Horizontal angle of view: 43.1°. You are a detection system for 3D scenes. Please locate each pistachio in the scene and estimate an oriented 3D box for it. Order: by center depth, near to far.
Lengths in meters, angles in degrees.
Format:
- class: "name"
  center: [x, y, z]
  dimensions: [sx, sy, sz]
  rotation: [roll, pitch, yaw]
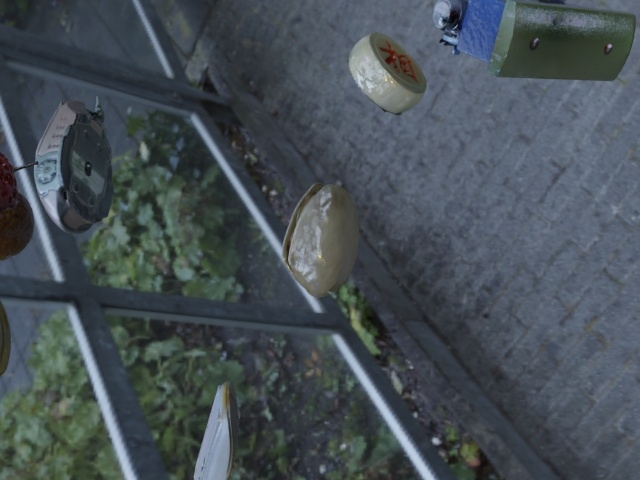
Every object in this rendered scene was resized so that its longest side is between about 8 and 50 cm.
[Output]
- class: "pistachio"
  center: [0.000, 0.000, 1.577]
  dimensions: [0.126, 0.152, 0.223]
  rotation: [15, 104, 63]

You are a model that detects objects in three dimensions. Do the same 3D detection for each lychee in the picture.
- class: "lychee"
  center: [-0.454, -0.036, 1.139]
  dimensions: [0.101, 0.114, 0.140]
  rotation: [17, 127, 36]

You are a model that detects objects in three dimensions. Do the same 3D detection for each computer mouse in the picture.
- class: "computer mouse"
  center: [-0.144, 0.293, 1.157]
  dimensions: [0.102, 0.045, 0.199]
  rotation: [-102, 26, -59]
- class: "computer mouse"
  center: [-0.556, -0.181, 1.811]
  dimensions: [0.115, 0.199, 0.388]
  rotation: [-10, 56, 13]

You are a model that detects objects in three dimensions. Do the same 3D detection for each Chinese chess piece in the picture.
- class: "Chinese chess piece"
  center: [0.095, -0.237, 1.150]
  dimensions: [0.051, 0.122, 0.122]
  rotation: [-40, 54, 34]

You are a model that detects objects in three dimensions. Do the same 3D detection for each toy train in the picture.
- class: "toy train"
  center: [0.331, -0.335, 1.275]
  dimensions: [0.202, 0.300, 0.131]
  rotation: [41, 129, 49]

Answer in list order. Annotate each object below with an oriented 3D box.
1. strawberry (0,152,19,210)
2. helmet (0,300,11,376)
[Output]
- class: "strawberry"
  center: [-0.401, -0.057, 0.877]
  dimensions: [0.145, 0.145, 0.086]
  rotation: [-4, 105, 49]
- class: "helmet"
  center: [-0.496, 0.138, 1.100]
  dimensions: [0.205, 0.140, 0.256]
  rotation: [-26, 72, 56]
